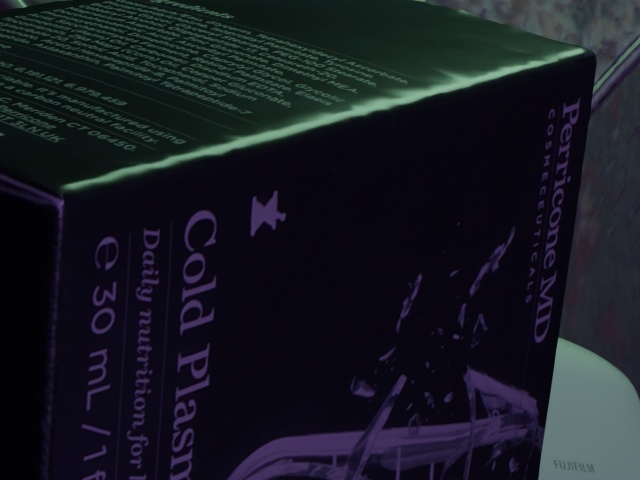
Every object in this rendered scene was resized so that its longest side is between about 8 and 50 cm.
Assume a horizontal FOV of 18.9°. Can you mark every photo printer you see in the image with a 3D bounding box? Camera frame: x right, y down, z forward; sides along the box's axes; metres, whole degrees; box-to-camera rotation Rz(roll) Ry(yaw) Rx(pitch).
[{"bbox_3d":[0.164,0.208,1.489,0.256,0.107,0.308,11,56,-39],"label":"photo printer"}]

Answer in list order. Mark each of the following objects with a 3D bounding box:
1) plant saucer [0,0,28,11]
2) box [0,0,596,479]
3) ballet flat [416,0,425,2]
[{"bbox_3d":[-0.340,-0.019,1.204,0.400,0.100,0.401,-6,101,-33],"label":"plant saucer"},{"bbox_3d":[-0.102,0.115,1.139,0.471,0.297,0.480,-21,122,-51],"label":"box"},{"bbox_3d":[0.058,-0.150,1.442,0.086,0.086,0.248,-25,91,-28],"label":"ballet flat"}]
